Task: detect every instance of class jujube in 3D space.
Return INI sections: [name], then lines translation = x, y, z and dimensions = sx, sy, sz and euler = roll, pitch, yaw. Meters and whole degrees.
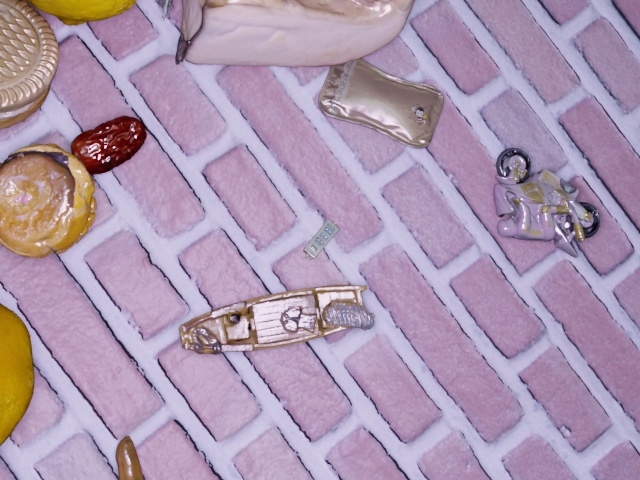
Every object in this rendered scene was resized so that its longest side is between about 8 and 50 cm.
[jujube]
translation = -0.350, -0.160, 1.327
dimensions = 0.129, 0.077, 0.077
euler = -34, 88, -23

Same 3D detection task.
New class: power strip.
[power strip]
translation = 0.000, 0.000, 1.386
dimensions = 0.027, 0.017, 0.083
euler = 39, 77, 0

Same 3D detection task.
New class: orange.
[orange]
translation = -0.558, 0.193, 1.153
dimensions = 0.279, 0.235, 0.278
euler = 5, 70, -14

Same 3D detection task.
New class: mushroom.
[mushroom]
translation = -0.046, -0.466, 1.367
dimensions = 0.398, 0.224, 0.313
euler = 0, 68, -15

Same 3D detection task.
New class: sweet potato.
[sweet potato]
translation = -0.302, 0.403, 1.262
dimensions = 0.053, 0.054, 0.182
euler = 5, 79, -18

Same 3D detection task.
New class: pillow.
[pillow]
translation = 0.109, -0.248, 1.430
dimensions = 0.218, 0.033, 0.130
euler = 23, 76, -4

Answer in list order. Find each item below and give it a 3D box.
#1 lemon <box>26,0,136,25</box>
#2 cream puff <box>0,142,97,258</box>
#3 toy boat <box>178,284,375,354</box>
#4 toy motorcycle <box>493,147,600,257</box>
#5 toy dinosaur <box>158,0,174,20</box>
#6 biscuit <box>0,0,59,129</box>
[lemon]
translation = -0.383, -0.495, 1.265
dimensions = 0.254, 0.253, 0.310
euler = 8, 111, -8
[cream puff]
translation = -0.443, -0.064, 1.267
dimensions = 0.189, 0.129, 0.189
euler = 0, 83, 2
[toy boat]
translation = -0.069, 0.131, 1.305
dimensions = 0.321, 0.121, 0.089
euler = -9, 89, -11
[toy motorcycle]
translation = 0.385, -0.053, 1.428
dimensions = 0.225, 0.073, 0.152
euler = 38, 80, -1
[toy dinosaur]
translation = -0.269, -0.461, 1.376
dimensions = 0.039, 0.082, 0.208
euler = 2, 68, -12
[biscuit]
translation = -0.550, -0.293, 1.276
dimensions = 0.259, 0.079, 0.259
euler = 10, 60, -18
